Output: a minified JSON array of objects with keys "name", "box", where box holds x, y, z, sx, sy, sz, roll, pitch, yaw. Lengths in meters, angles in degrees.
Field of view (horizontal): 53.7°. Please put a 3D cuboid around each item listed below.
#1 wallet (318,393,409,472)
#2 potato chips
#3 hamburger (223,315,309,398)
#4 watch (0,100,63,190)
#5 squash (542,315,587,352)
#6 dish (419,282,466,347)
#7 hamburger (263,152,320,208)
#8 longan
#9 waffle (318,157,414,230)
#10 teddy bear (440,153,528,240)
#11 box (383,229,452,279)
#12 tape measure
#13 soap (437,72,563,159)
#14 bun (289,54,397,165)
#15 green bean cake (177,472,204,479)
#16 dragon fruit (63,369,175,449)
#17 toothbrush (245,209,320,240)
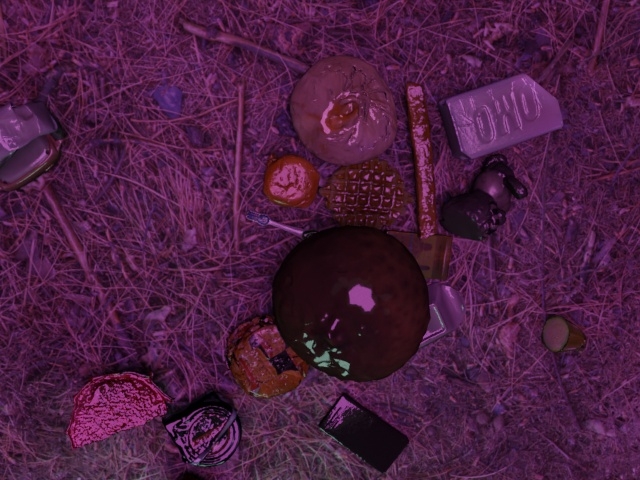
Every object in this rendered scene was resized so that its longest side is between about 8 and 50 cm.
[{"name":"wallet","box":[0.123,0.541,1.772,0.244,0.025,0.124,38,91,-10]},{"name":"potato chips","box":[0.269,-0.210,1.669,0.057,0.080,0.408,-5,100,10]},{"name":"hamburger","box":[-0.141,0.311,1.673,0.230,0.107,0.231,-3,102,-13]},{"name":"watch","box":[-0.716,-0.218,1.461,0.253,0.241,0.162,-37,102,-1]},{"name":"squash","box":[0.712,0.275,1.785,0.132,0.105,0.105,14,96,-21]},{"name":"dish","box":[0.292,0.216,1.732,0.234,0.064,0.154,-27,99,-4]},{"name":"hamburger","box":[-0.077,-0.153,1.630,0.147,0.083,0.138,12,92,-12]},{"name":"longan","box":[0.072,0.153,1.530,0.390,0.391,0.392,-1,97,-7]},{"name":"waffle","box":[0.120,-0.118,1.670,0.214,0.054,0.208,-40,100,-4]},{"name":"teddy bear","box":[0.453,-0.102,1.665,0.251,0.171,0.144,-40,120,-7]},{"name":"box","box":[0.259,0.039,1.713,0.192,0.030,0.122,5,97,-15]},{"name":"tape measure","box":[-0.301,0.502,1.668,0.181,0.107,0.181,-26,97,-19]},{"name":"soap","box":[0.473,-0.331,1.667,0.289,0.095,0.173,-19,100,-4]},{"name":"bun","box":[0.061,-0.330,1.586,0.286,0.146,0.288,0,88,-5]},{"name":"green bean cake","box":[-0.296,0.726,1.660,0.232,0.198,0.097,40,90,-6]},{"name":"dragon fruit","box":[-0.526,0.410,1.633,0.273,0.126,0.161,-19,90,-18]},{"name":"toothbrush","box":[-0.001,-0.001,1.686,0.417,0.040,0.042,20,93,-14]}]
